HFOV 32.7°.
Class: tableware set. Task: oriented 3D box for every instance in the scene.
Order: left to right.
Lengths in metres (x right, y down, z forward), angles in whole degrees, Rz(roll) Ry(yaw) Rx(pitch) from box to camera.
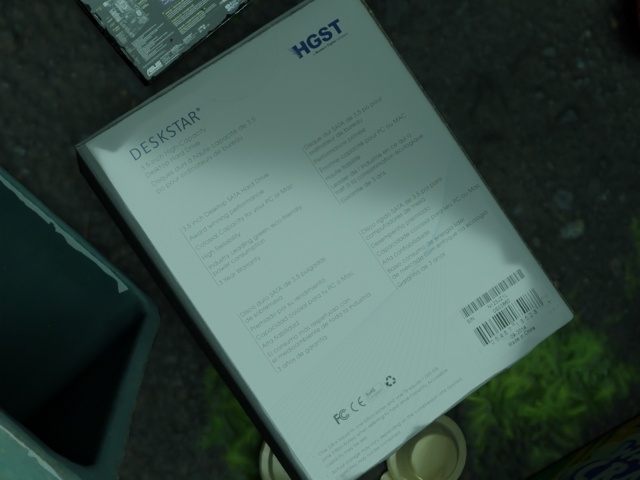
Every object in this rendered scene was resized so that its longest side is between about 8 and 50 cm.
[{"bbox_3d":[0.033,0.095,0.689,0.141,0.020,0.169,7,89,-15],"label":"tableware set"}]

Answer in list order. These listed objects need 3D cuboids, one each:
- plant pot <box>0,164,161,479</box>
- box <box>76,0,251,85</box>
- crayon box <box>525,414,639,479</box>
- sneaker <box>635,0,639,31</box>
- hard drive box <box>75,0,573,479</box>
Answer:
[{"bbox_3d":[-0.257,0.074,0.506,0.248,0.247,0.252,43,98,-12],"label":"plant pot"},{"bbox_3d":[-0.093,-0.144,0.651,0.083,0.018,0.067,-42,100,-11],"label":"box"},{"bbox_3d":[0.269,0.149,0.658,0.323,0.203,0.083,-25,97,-14],"label":"crayon box"},{"bbox_3d":[0.312,-0.168,0.721,0.225,0.093,0.088,-12,94,-14],"label":"sneaker"},{"bbox_3d":[0.000,0.000,0.627,0.181,0.089,0.232,-34,91,-12],"label":"hard drive box"}]
